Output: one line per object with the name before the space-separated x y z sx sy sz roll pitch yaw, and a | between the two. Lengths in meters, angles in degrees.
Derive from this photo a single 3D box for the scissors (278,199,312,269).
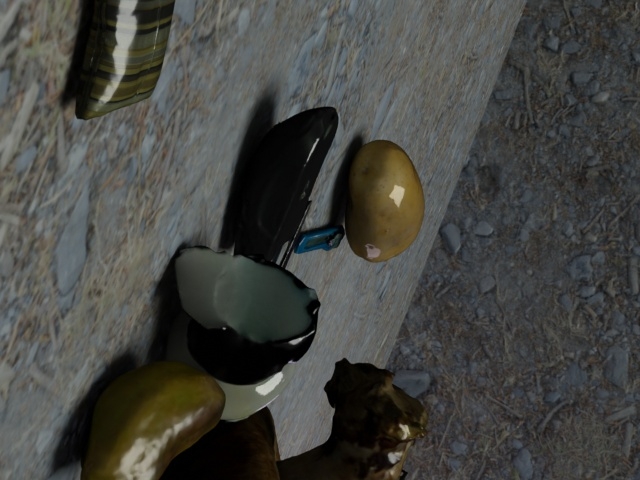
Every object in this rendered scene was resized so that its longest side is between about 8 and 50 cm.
scissors | -0.076 0.087 1.570 0.160 0.024 0.318 58 54 -73

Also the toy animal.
toy animal | -0.100 0.104 1.225 0.138 0.166 0.179 -48 168 -49

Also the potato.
potato | 0.103 -0.066 1.847 0.146 0.150 0.234 -20 145 -17

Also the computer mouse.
computer mouse | -0.049 -0.068 1.303 0.122 0.073 0.217 -45 160 -58

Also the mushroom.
mushroom | -0.054 0.326 1.381 0.356 0.331 0.334 -20 114 -22

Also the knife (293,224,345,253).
knife | 0.002 0.001 1.772 0.044 0.026 0.296 -59 171 10

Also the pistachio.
pistachio | -0.177 0.181 1.111 0.189 0.100 0.110 -37 124 -43

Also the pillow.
pillow | -0.128 -0.191 0.820 0.113 0.038 0.203 -42 150 -65
